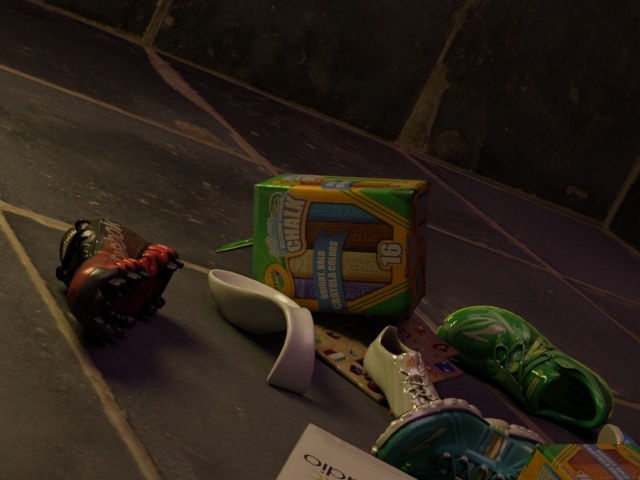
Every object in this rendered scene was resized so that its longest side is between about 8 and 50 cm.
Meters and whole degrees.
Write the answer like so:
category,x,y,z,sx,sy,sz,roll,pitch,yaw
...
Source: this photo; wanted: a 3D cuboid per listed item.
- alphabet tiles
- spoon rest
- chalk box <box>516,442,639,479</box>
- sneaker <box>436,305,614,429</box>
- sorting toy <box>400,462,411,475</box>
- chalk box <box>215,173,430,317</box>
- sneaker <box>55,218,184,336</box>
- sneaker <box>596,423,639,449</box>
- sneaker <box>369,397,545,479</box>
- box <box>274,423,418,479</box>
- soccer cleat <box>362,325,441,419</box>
category,x,y,z,sx,sy,sz,roll,pitch,yaw
alphabet tiles,0.081,0.145,2.131,0.198,0.009,0.237,36,27,30
spoon rest,-0.064,0.097,1.979,0.137,0.084,0.276,21,14,-26
chalk box,0.320,0.312,1.695,0.213,0.132,0.132,4,29,-40
sneaker,0.316,0.190,2.325,0.295,0.109,0.123,28,8,2
sorting toy,0.076,0.263,1.683,0.102,0.042,0.061,34,14,30
chalk box,0.000,0.000,2.175,0.289,0.179,0.180,4,9,10
sneaker,-0.256,0.039,1.785,0.135,0.097,0.276,28,10,5
sneaker,0.456,0.321,2.192,0.085,0.058,0.152,16,20,-22
sneaker,0.183,0.261,1.797,0.275,0.107,0.110,15,30,-32
box,0.054,0.292,1.483,0.232,0.058,0.322,27,13,3
soccer cleat,0.115,0.186,1.963,0.068,0.076,0.196,5,29,-35
